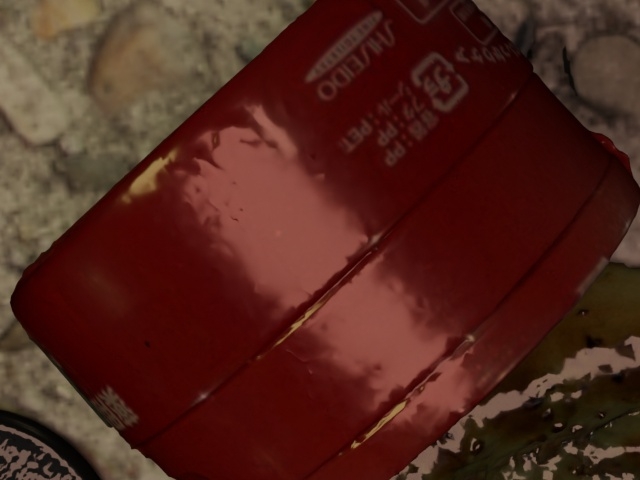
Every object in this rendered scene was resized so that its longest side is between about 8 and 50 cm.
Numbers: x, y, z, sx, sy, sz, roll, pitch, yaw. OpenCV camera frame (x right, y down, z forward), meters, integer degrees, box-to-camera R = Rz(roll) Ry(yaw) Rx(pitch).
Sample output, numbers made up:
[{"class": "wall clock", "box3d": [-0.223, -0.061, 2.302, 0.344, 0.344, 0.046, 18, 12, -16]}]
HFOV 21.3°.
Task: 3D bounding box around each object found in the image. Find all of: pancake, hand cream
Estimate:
[{"class": "pancake", "box3d": [0.123, 0.122, 0.770, 0.376, 0.054, 0.197, -29, 96, 5]}, {"class": "hand cream", "box3d": [0.000, 0.000, 0.677, 0.230, 0.230, 0.149, -40, 95, 8]}]

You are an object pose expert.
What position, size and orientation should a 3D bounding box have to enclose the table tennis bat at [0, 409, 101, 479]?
[{"class": "table tennis bat", "box3d": [-0.210, 0.153, 0.809, 0.236, 0.027, 0.150, -1, 99, 2]}]
